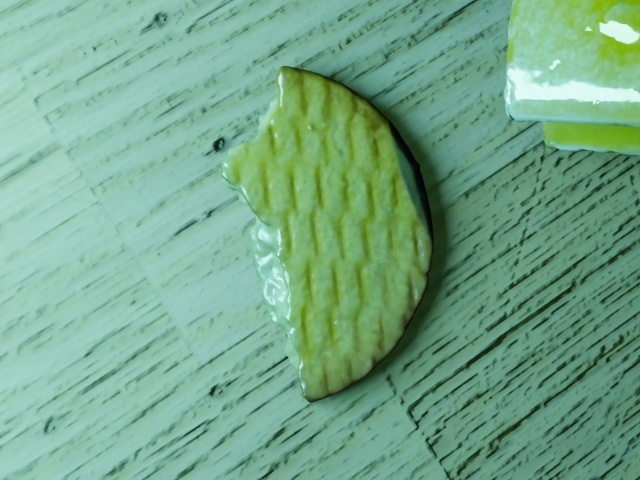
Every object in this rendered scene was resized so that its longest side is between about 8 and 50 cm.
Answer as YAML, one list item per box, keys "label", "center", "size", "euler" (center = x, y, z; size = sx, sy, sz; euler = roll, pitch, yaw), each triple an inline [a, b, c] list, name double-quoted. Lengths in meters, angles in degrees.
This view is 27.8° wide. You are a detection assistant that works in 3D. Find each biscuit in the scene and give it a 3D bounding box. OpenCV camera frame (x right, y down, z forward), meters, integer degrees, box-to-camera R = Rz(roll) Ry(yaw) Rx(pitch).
- label: "biscuit"
  center: [0.000, 0.000, 0.946]
  size: [0.176, 0.031, 0.228]
  euler: [19, 86, -14]

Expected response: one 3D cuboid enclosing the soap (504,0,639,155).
- label: "soap"
  center: [0.312, -0.202, 0.883]
  size: [0.335, 0.156, 0.293]
  euler: [6, 87, 28]
